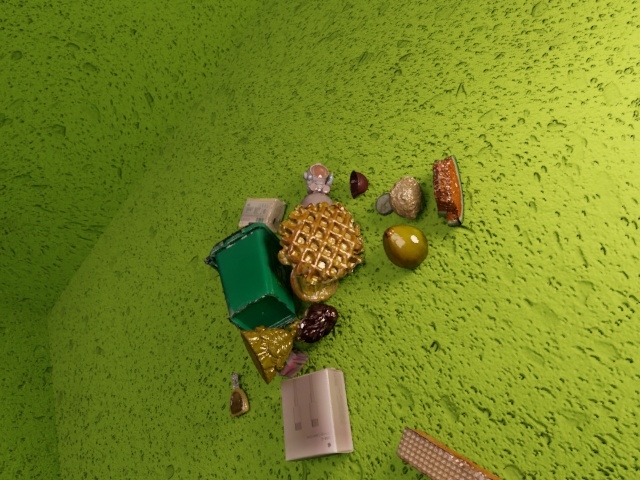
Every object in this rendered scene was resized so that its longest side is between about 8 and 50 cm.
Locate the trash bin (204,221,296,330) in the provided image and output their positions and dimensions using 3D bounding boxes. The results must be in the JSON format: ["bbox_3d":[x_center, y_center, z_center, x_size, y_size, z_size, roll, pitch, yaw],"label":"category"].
[{"bbox_3d":[-0.257,0.153,1.591,0.295,0.259,0.381,-30,43,10],"label":"trash bin"}]

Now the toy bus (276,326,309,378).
[{"bbox_3d":[-0.164,0.390,1.580,0.274,0.090,0.112,33,96,44],"label":"toy bus"}]

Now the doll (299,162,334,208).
[{"bbox_3d":[-0.012,-0.184,1.686,0.151,0.151,0.287,-23,51,32],"label":"doll"}]

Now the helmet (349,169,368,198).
[{"bbox_3d":[0.150,-0.210,1.605,0.089,0.057,0.111,125,142,-60],"label":"helmet"}]

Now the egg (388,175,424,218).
[{"bbox_3d":[0.286,-0.142,1.416,0.118,0.116,0.140,10,80,15],"label":"egg"}]

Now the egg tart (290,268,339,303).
[{"bbox_3d":[-0.023,0.132,1.543,0.191,0.191,0.074,-66,15,-3],"label":"egg tart"}]

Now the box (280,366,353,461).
[{"bbox_3d":[-0.016,0.559,1.369,0.203,0.106,0.251,-25,58,29],"label":"box"}]

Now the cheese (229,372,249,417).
[{"bbox_3d":[-0.322,0.596,1.658,0.086,0.036,0.162,-33,53,24],"label":"cheese"}]

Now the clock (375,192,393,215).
[{"bbox_3d":[0.234,-0.131,1.524,0.085,0.017,0.085,-18,60,34],"label":"clock"}]

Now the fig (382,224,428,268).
[{"bbox_3d":[0.270,0.018,1.362,0.153,0.121,0.136,25,82,21],"label":"fig"}]

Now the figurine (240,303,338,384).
[{"bbox_3d":[-0.086,0.318,1.440,0.315,0.168,0.187,-26,61,-21],"label":"figurine"}]

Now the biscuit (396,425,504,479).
[{"bbox_3d":[0.364,0.598,1.056,0.379,0.054,0.094,16,83,43],"label":"biscuit"}]

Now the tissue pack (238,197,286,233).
[{"bbox_3d":[-0.259,-0.113,1.887,0.196,0.092,0.148,7,76,41],"label":"tissue pack"}]

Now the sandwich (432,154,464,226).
[{"bbox_3d":[0.386,-0.154,1.319,0.079,0.159,0.235,-12,83,31],"label":"sandwich"}]

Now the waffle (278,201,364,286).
[{"bbox_3d":[0.000,0.000,1.492,0.302,0.325,0.068,66,156,14],"label":"waffle"}]
